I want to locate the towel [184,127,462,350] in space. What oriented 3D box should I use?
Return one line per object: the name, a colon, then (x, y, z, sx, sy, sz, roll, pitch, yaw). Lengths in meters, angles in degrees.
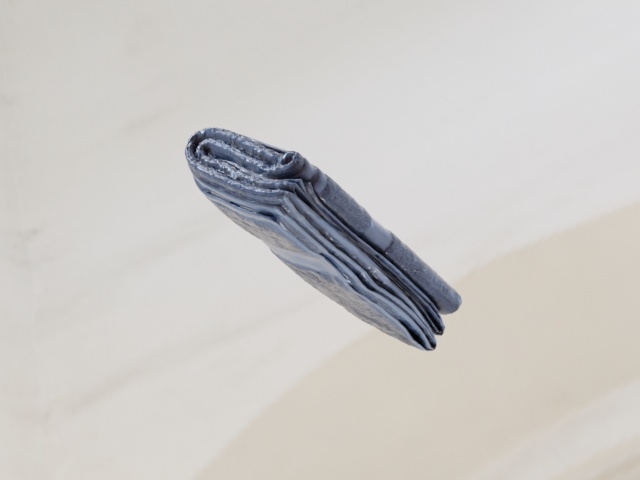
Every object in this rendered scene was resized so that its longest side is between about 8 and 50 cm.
towel: (0.000, 0.000, 0.730, 0.119, 0.067, 0.029, 40, -103, -44)
